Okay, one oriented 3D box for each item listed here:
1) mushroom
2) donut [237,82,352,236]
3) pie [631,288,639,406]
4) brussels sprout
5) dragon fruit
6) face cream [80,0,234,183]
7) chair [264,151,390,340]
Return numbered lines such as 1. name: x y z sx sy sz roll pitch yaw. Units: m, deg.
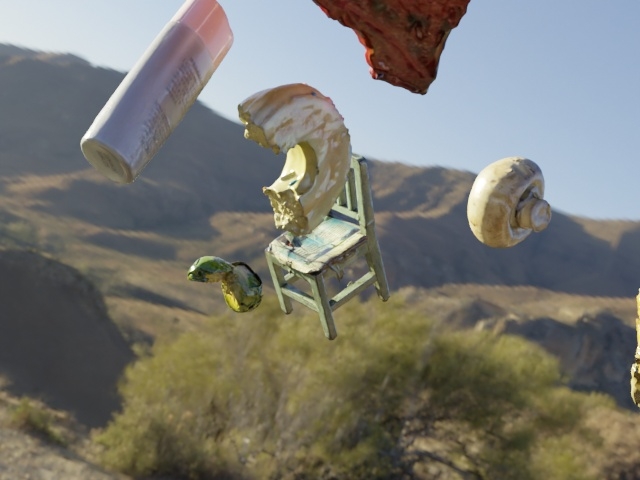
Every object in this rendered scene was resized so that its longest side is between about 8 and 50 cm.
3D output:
1. mushroom: 0.333 -0.065 1.688 0.127 0.166 0.166 16 -5 37
2. donut: -0.025 -0.096 0.992 0.065 0.108 0.166 19 -36 40
3. pie: 0.440 0.099 1.071 0.308 0.308 0.085 23 -17 -30
4. brussels sprout: -0.099 0.041 1.027 0.083 0.046 0.051 37 35 -26
5. dragon fruit: 0.076 -0.278 0.867 0.302 0.330 0.240 -22 34 -28
6. face cream: -0.155 -0.149 0.938 0.057 0.198 0.084 19 -29 20
7. chair: 0.000 0.000 1.524 0.136 0.147 0.270 27 -41 45
